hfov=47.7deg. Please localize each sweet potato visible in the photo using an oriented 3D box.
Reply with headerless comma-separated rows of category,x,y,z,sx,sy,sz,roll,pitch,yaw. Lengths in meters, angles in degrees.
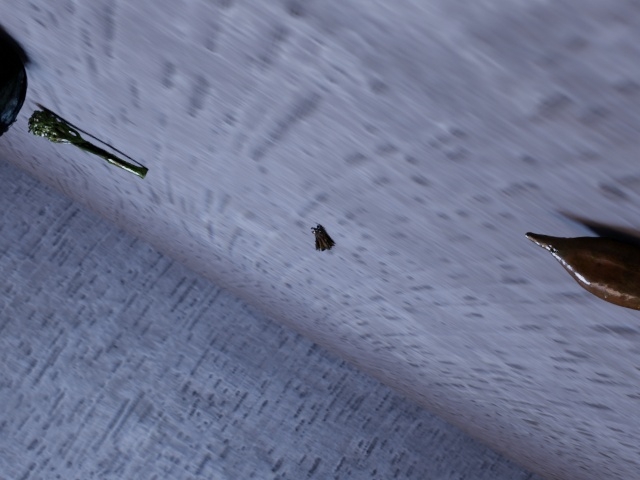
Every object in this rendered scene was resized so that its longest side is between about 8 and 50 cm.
sweet potato,0.215,0.017,0.566,0.117,0.049,0.049,25,167,24

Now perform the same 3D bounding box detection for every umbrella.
umbrella,0.001,-0.002,1.061,0.031,0.020,0.083,25,162,19

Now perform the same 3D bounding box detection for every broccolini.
broccolini,-0.425,-0.175,1.327,0.239,0.051,0.054,25,-149,1

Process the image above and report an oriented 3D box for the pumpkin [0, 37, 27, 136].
pumpkin,-0.534,-0.239,1.024,0.233,0.163,0.233,28,169,6
